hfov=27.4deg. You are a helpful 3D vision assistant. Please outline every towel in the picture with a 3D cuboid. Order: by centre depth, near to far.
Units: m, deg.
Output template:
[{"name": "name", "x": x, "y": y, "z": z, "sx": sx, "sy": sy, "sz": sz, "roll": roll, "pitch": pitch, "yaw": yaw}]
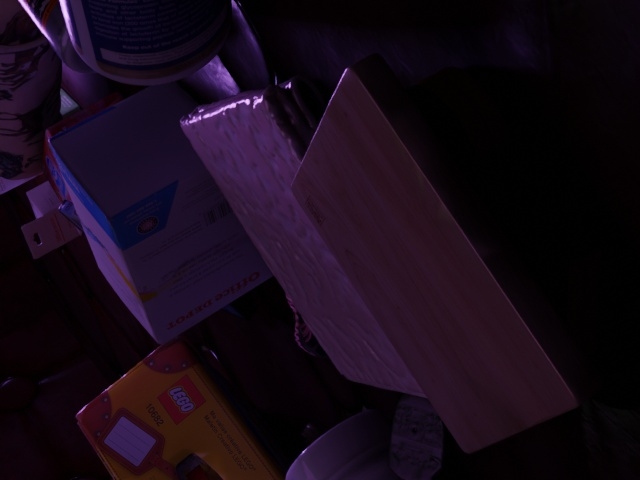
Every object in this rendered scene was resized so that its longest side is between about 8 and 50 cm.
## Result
[{"name": "towel", "x": 0.000, "y": 0.000, "z": 1.266, "sx": 0.332, "sy": 0.053, "sz": 0.317, "roll": 59, "pitch": 163, "yaw": -10}]

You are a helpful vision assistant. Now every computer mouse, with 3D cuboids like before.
[{"name": "computer mouse", "x": 0.096, "y": 0.253, "z": 1.292, "sx": 0.071, "sy": 0.041, "sz": 0.242, "roll": 15, "pitch": 99, "yaw": 39}]

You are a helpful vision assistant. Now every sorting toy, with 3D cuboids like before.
[{"name": "sorting toy", "x": 0.101, "y": 0.008, "z": 0.940, "sx": 0.257, "sy": 0.089, "sz": 0.255, "roll": 57, "pitch": 163, "yaw": 8}]

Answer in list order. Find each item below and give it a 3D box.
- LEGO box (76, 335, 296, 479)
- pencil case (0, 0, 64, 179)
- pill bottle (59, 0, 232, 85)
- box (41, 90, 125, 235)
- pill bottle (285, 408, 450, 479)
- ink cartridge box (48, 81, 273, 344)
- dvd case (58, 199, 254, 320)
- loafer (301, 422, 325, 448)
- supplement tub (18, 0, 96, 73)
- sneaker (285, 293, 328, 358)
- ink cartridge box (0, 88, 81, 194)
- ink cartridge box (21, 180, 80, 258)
[{"name": "LEGO box", "x": -0.084, "y": 0.425, "z": 1.875, "sx": 0.500, "sy": 0.193, "sz": 0.372, "roll": 50, "pitch": 177, "yaw": 28}, {"name": "pencil case", "x": -0.444, "y": -0.245, "z": 1.893, "sx": 0.160, "sy": 0.183, "sz": 0.410, "roll": 23, "pitch": 154, "yaw": 0}, {"name": "pill bottle", "x": -0.158, "y": -0.265, "z": 1.103, "sx": 0.153, "sy": 0.153, "sz": 0.264, "roll": 51, "pitch": 162, "yaw": 25}, {"name": "box", "x": -0.322, "y": -0.107, "z": 1.908, "sx": 0.128, "sy": 0.123, "sz": 0.257, "roll": 59, "pitch": 164, "yaw": 1}, {"name": "pill bottle", "x": 0.095, "y": 0.329, "z": 1.394, "sx": 0.283, "sy": 0.160, "sz": 0.160, "roll": 52, "pitch": 162, "yaw": 24}, {"name": "ink cartridge box", "x": -0.185, "y": -0.033, "z": 1.555, "sx": 0.168, "sy": 0.171, "sz": 0.232, "roll": 46, "pitch": 159, "yaw": 37}, {"name": "dvd case", "x": -0.225, "y": 0.027, "z": 1.803, "sx": 0.253, "sy": 0.022, "sz": 0.180, "roll": 20, "pitch": 162, "yaw": 34}, {"name": "loafer", "x": 0.006, "y": 0.320, "z": 1.828, "sx": 0.056, "sy": 0.050, "sz": 0.148, "roll": 25, "pitch": 145, "yaw": 57}, {"name": "supplement tub", "x": -0.288, "y": -0.292, "z": 1.497, "sx": 0.190, "sy": 0.117, "sz": 0.117, "roll": 51, "pitch": 162, "yaw": 23}, {"name": "sneaker", "x": 0.000, "y": 0.093, "z": 1.476, "sx": 0.057, "sy": 0.047, "sz": 0.119, "roll": 26, "pitch": 147, "yaw": 42}, {"name": "ink cartridge box", "x": -0.507, "y": -0.172, "z": 2.172, "sx": 0.154, "sy": 0.212, "sz": 0.093, "roll": 43, "pitch": 157, "yaw": 45}, {"name": "ink cartridge box", "x": -0.416, "y": -0.057, "z": 2.163, "sx": 0.061, "sy": 0.181, "sz": 0.104, "roll": 50, "pitch": 161, "yaw": 28}]
